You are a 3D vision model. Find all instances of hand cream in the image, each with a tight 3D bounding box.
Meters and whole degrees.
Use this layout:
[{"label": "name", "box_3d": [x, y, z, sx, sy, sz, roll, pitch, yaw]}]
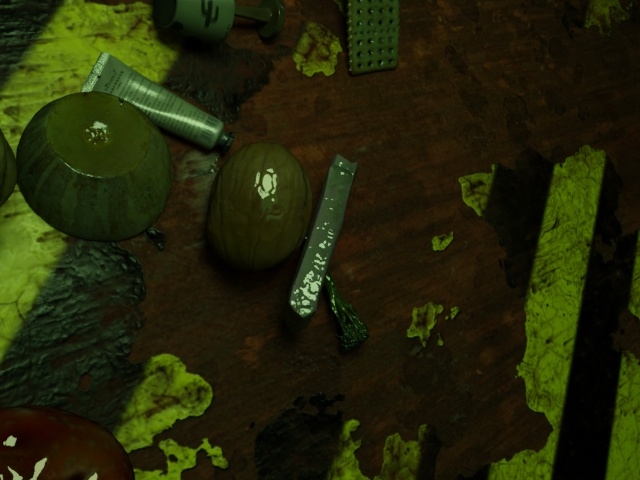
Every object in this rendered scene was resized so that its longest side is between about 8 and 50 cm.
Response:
[{"label": "hand cream", "box_3d": [-0.247, -0.206, 0.878, 0.233, 0.050, 0.080, 26, 74, -19]}]

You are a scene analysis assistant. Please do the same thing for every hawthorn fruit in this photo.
[{"label": "hawthorn fruit", "box_3d": [-0.324, 0.307, 0.593, 0.275, 0.299, 0.276, 31, 45, -37]}]

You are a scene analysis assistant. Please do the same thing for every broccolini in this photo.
[{"label": "broccolini", "box_3d": [0.023, 0.083, 0.974, 0.058, 0.067, 0.216, -19, 81, -35]}]

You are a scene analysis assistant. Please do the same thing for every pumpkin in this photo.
[{"label": "pumpkin", "box_3d": [-0.305, -0.113, 0.776, 0.217, 0.110, 0.218, 4, 81, -24]}]

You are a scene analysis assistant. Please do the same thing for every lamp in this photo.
[{"label": "lamp", "box_3d": [-0.160, -0.383, 0.922, 0.214, 0.121, 0.122, -9, 84, -41]}]

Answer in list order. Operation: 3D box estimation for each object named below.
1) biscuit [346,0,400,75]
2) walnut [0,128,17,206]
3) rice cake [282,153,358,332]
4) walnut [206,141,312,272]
[{"label": "biscuit", "box_3d": [0.106, -0.432, 1.094, 0.143, 0.016, 0.203, -17, 118, -33]}, {"label": "walnut", "box_3d": [-0.493, -0.091, 0.582, 0.277, 0.253, 0.282, 48, 62, -11]}, {"label": "rice cake", "box_3d": [0.001, -0.002, 0.907, 0.050, 0.106, 0.298, 18, 65, -2]}, {"label": "walnut", "box_3d": [-0.093, -0.052, 0.863, 0.167, 0.167, 0.207, 13, 85, -28]}]
